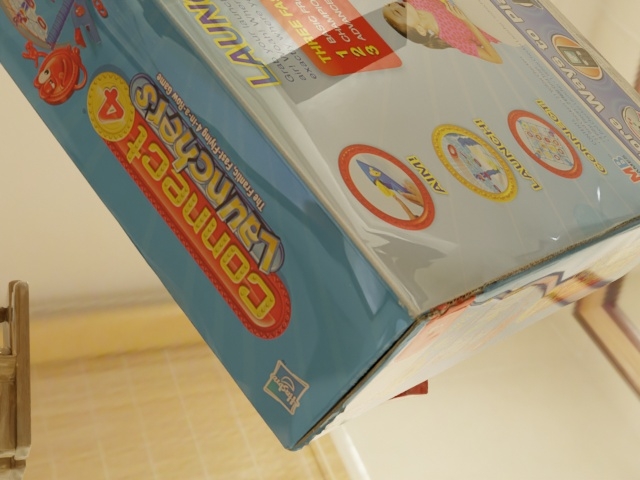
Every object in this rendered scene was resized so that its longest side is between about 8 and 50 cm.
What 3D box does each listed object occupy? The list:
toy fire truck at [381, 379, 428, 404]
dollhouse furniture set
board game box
[{"bbox_3d":[0.000,0.000,0.684,0.047,0.192,0.135,-19,-20,36],"label":"toy fire truck"},{"bbox_3d":[-0.250,0.072,0.677,0.151,0.123,0.144,2,-26,-20],"label":"dollhouse furniture set"},{"bbox_3d":[0.010,-0.088,0.552,0.302,0.308,0.086,-17,-27,-50],"label":"board game box"}]
